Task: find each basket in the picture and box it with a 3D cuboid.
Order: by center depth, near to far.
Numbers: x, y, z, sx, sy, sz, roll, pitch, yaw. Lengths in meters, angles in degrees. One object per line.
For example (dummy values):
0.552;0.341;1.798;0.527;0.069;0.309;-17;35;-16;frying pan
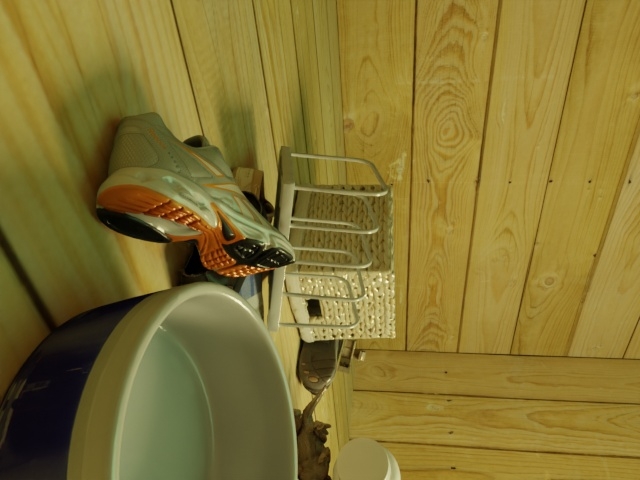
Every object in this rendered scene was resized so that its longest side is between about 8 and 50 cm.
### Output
0.068;0.059;1.313;0.328;0.266;0.331;80;12;-47;basket

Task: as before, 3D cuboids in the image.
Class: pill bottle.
0.109;0.555;1.101;0.272;0.152;0.152;76;16;-47;pill bottle

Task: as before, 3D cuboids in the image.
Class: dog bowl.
-0.116;0.173;0.390;0.265;0.104;0.265;-13;90;-73;dog bowl

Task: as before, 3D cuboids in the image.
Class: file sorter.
0.000;0.000;0.868;0.193;0.173;0.278;-100;-163;-63;file sorter

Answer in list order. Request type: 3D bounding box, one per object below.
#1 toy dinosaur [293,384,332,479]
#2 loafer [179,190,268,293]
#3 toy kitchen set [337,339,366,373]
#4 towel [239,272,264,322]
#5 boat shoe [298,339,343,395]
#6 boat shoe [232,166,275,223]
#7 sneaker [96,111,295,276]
-0.025;0.514;1.176;0.200;0.127;0.296;75;13;-60;toy dinosaur
-0.121;-0.001;0.633;0.220;0.080;0.078;-81;168;-46;loafer
0.092;0.328;1.359;0.075;0.068;0.083;29;75;-84;toy kitchen set
-0.128;0.176;0.762;0.209;0.034;0.285;-30;118;-78;towel
0.005;0.291;1.433;0.130;0.132;0.355;95;11;-47;boat shoe
-0.106;-0.047;0.812;0.063;0.059;0.170;-81;168;-45;boat shoe
-0.108;-0.044;0.514;0.262;0.099;0.121;38;42;-57;sneaker
